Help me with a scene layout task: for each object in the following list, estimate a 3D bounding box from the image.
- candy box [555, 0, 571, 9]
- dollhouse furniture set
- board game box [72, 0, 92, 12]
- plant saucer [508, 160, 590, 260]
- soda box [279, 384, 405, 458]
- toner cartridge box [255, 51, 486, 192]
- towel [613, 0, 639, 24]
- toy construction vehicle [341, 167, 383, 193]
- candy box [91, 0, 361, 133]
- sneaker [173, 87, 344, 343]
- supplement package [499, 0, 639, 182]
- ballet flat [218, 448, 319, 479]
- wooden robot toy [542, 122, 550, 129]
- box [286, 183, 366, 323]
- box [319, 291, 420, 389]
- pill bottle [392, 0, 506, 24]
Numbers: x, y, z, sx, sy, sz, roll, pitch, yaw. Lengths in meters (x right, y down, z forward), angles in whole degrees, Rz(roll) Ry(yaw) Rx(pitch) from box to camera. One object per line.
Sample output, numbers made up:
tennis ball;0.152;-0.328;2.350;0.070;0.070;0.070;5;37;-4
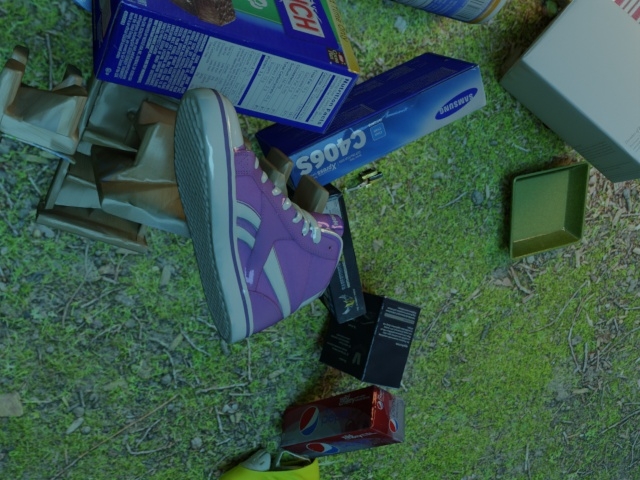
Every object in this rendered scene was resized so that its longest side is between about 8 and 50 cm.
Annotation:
candy box;0.432;-0.502;1.152;0.187;0.053;0.109;29;99;-28
dollhouse furniture set;-0.255;-0.064;0.859;0.362;0.394;0.256;18;104;-28
board game box;-0.339;-0.382;0.903;0.090;0.020;0.090;28;99;-31
plant saucer;0.467;-0.068;1.358;0.188;0.045;0.188;-13;116;-16
soda box;0.038;0.355;1.256;0.092;0.083;0.263;32;140;-30
toner cartridge box;0.079;-0.200;1.072;0.348;0.165;0.075;-27;121;-9
towel;0.626;-0.429;1.281;0.197;0.029;0.144;37;95;-28
toy construction vehicle;0.075;-0.136;1.173;0.098;0.035;0.086;-22;118;-13
candy box;-0.129;-0.303;0.865;0.317;0.268;0.122;8;140;-31
sneaker;-0.056;-0.037;0.677;0.161;0.102;0.282;-21;129;-21
supplement package;0.495;-0.265;1.138;0.293;0.177;0.175;42;93;1
ballet flat;-0.102;0.474;1.352;0.231;0.077;0.077;12;86;-29
wooden robot toy;0.483;-0.246;1.268;0.173;0.079;0.076;39;93;-30
box;0.000;0.000;1.115;0.059;0.183;0.232;-19;119;-13
box;0.090;0.179;1.223;0.093;0.156;0.158;19;85;-29
pill bottle;0.157;-0.442;1.006;0.272;0.152;0.152;7;109;-24
